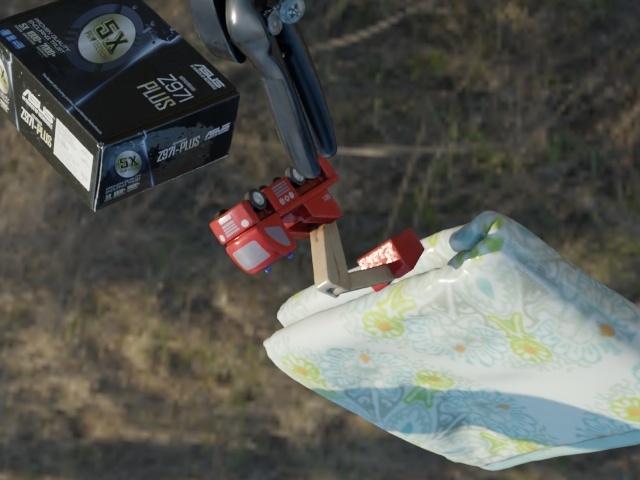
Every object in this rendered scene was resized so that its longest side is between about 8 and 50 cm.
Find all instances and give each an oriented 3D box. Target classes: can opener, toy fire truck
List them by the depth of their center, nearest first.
[{"bbox_3d":[-0.028,-0.123,1.186,0.073,0.059,0.186,16,147,41],"label":"can opener"},{"bbox_3d":[0.000,0.000,1.421,0.047,0.192,0.135,-33,91,37],"label":"toy fire truck"}]

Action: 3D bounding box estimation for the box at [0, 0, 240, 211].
[{"bbox_3d":[-0.183,-0.129,1.434,0.147,0.180,0.077,-25,146,-34],"label":"box"}]

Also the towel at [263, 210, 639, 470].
[{"bbox_3d":[0.166,0.120,1.667,0.320,0.090,0.374,31,147,-26],"label":"towel"}]
